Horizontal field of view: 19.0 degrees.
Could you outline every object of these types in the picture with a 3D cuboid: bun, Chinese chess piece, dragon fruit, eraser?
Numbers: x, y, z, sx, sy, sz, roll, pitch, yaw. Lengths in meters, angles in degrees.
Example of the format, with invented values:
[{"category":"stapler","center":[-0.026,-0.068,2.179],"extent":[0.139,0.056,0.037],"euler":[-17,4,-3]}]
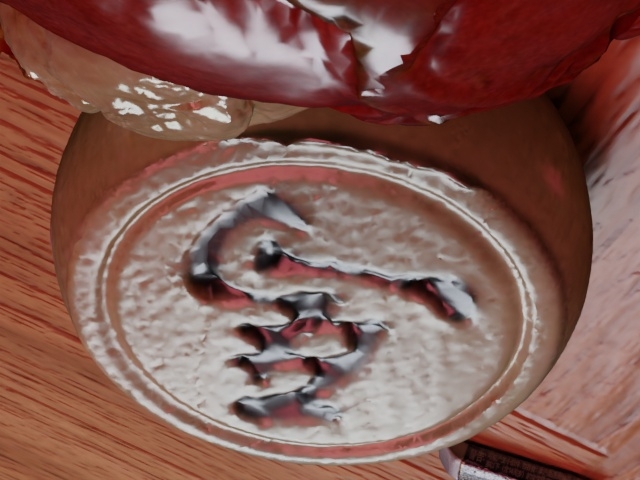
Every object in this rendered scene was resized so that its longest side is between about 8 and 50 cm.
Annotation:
[{"category":"bun","center":[-0.039,-0.107,0.747],"extent":[0.188,0.164,0.111],"euler":[-17,129,22]},{"category":"Chinese chess piece","center":[0.000,0.000,0.887],"extent":[0.250,0.101,0.250],"euler":[3,137,3]},{"category":"dragon fruit","center":[-0.005,-0.178,0.534],"extent":[0.343,0.277,0.277],"euler":[20,149,-20]},{"category":"eraser","center":[0.117,0.142,1.137],"extent":[0.099,0.019,0.027],"euler":[16,146,8]}]

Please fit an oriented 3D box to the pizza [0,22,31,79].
[{"category":"pizza","center":[-0.130,-0.113,0.890],"extent":[0.188,0.062,0.199],"euler":[-15,132,46]}]
